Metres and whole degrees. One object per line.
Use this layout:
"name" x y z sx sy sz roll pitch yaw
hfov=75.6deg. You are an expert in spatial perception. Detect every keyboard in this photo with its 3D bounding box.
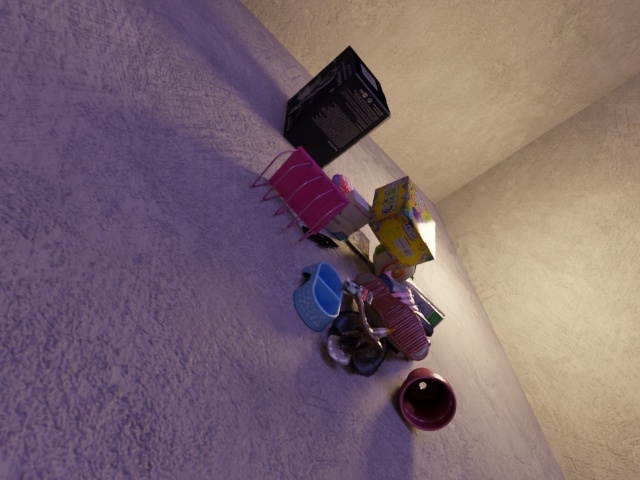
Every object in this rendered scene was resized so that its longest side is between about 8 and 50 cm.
"keyboard" 0.000 0.000 1.725 0.192 0.038 0.100 22 17 -48

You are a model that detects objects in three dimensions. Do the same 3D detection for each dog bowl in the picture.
"dog bowl" 0.004 0.181 1.438 0.166 0.074 0.297 48 25 -15

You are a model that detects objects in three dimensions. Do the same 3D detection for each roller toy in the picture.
"roller toy" 0.359 0.115 2.016 0.209 0.191 0.146 6 41 -6

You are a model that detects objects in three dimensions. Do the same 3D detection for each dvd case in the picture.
"dvd case" 0.190 0.001 2.069 0.164 0.018 0.221 47 26 -18
"dvd case" 0.137 0.187 1.517 0.119 0.013 0.087 33 26 0

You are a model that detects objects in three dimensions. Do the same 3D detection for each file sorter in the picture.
"file sorter" -0.080 -0.170 1.543 0.290 0.202 0.182 49 28 3

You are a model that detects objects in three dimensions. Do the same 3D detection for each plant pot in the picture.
"plant pot" 0.388 0.566 1.534 0.201 0.201 0.180 55 9 0

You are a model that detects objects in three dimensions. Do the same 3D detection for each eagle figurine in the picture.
"eagle figurine" 0.144 0.334 1.411 0.225 0.298 0.226 19 70 5

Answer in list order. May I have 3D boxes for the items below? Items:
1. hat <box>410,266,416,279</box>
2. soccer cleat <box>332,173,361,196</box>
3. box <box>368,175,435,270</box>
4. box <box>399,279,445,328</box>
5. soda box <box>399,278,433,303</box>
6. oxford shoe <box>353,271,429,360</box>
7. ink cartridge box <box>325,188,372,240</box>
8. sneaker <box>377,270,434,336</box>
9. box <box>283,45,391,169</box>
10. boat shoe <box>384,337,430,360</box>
"hat" 0.463 0.122 2.405 0.173 0.184 0.208 -47 143 -58
"soccer cleat" 0.154 -0.264 2.267 0.248 0.083 0.095 45 31 -27
"box" 0.370 -0.078 1.843 0.290 0.177 0.279 52 33 -27
"box" 0.429 0.302 1.853 0.231 0.127 0.262 46 8 18
"soda box" 0.476 0.283 2.143 0.286 0.091 0.098 40 29 -29
"oxford shoe" 0.262 0.302 1.582 0.141 0.146 0.397 -20 55 -23
"ink cartridge box" 0.122 -0.112 1.861 0.148 0.203 0.086 40 29 -31
"sneaker" 0.357 0.252 1.693 0.319 0.112 0.131 43 67 8
"box" 0.078 -0.708 2.207 0.297 0.472 0.479 40 29 -29
"boat shoe" 0.351 0.404 1.741 0.158 0.127 0.340 50 8 32
